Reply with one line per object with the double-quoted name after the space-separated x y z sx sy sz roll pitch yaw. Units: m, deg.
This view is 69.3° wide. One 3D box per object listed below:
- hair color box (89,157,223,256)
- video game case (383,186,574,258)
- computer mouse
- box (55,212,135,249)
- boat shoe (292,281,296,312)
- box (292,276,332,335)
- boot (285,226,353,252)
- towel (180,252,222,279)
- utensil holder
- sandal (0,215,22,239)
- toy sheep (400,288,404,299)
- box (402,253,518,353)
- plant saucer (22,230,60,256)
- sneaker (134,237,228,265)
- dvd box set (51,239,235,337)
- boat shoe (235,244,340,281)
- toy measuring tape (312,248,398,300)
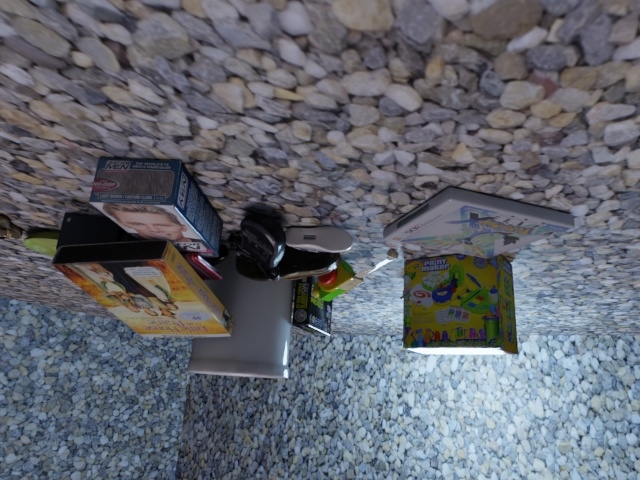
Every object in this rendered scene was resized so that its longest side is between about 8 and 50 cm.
-0.353 -0.060 1.059 0.174 0.105 0.347 2 161 4 "hair color box"
0.365 -0.029 1.117 0.329 0.036 0.300 9 161 -17 "video game case"
-0.153 -0.003 1.212 0.189 0.072 0.272 39 155 3 "computer mouse"
-0.632 0.012 1.328 0.153 0.108 0.207 6 162 -5 "box"
-0.128 0.214 1.826 0.356 0.130 0.132 2 -154 -28 "boat shoe"
-0.020 0.217 1.661 0.060 0.216 0.270 -1 161 18 "box"
0.000 0.000 1.251 0.190 0.069 0.086 7 170 15 "boot"
-0.427 0.070 1.255 0.275 0.031 0.199 -1 160 7 "towel"
-0.252 0.256 1.555 0.328 0.385 0.327 4 161 1 "utensil holder"
-0.932 -0.030 1.353 0.072 0.048 0.180 9 161 -17 "sandal"
0.352 0.194 1.726 0.091 0.091 0.132 18 139 -36 "toy sheep"
0.420 0.197 1.409 0.290 0.278 0.177 -9 158 36 "box"
-0.818 0.016 1.493 0.241 0.037 0.241 4 162 1 "plant saucer"
-0.386 0.010 1.319 0.130 0.108 0.286 -22 155 31 "sneaker"
-0.449 0.148 1.243 0.308 0.062 0.420 -2 144 13 "dvd box set"
-0.092 0.069 1.380 0.324 0.122 0.120 -2 165 19 "boat shoe"
0.093 0.084 1.472 0.330 0.121 0.121 -35 143 28 "toy measuring tape"
